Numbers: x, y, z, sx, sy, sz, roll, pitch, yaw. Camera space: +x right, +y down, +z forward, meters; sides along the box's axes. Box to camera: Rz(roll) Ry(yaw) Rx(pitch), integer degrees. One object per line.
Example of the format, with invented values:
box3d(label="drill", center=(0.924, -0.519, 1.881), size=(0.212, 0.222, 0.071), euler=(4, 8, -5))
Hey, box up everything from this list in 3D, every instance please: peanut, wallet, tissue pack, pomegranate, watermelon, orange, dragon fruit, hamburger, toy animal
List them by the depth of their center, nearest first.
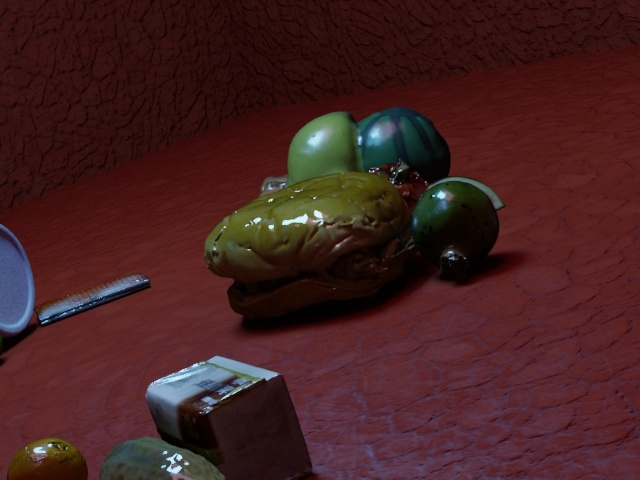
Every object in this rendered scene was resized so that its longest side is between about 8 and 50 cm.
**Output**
box3d(label="peanut", center=(-0.140, 0.227, 1.229), size=(0.093, 0.083, 0.194), euler=(-40, 25, -22))
box3d(label="tissue pack", center=(-0.091, 0.182, 1.322), size=(0.099, 0.106, 0.149), euler=(-23, 12, -25))
box3d(label="orange", center=(-0.276, 0.240, 1.389), size=(0.083, 0.083, 0.083), euler=(-17, 12, 4))
box3d(label="pomegranate", center=(0.174, -0.016, 1.815), size=(0.130, 0.130, 0.130), euler=(-17, 12, 4))
box3d(label="hamburger", center=(0.000, 0.000, 1.914), size=(0.319, 0.158, 0.318), euler=(-15, 13, 4))
box3d(label="watermelon", center=(0.195, -0.043, 2.114), size=(0.163, 0.087, 0.069), euler=(-22, -25, -32))
box3d(label="dragon fruit", center=(0.116, -0.069, 2.187), size=(0.162, 0.106, 0.083), euler=(-16, 12, -7))
box3d(label="toy animal", center=(0.053, -0.126, 2.327), size=(0.338, 0.191, 0.216), euler=(-17, 11, 2))
box3d(label="wallet", center=(-0.395, 0.097, 2.364), size=(0.196, 0.020, 0.103), euler=(-20, 12, -13))

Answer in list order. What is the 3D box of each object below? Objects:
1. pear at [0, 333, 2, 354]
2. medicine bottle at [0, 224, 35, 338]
box3d(label="pear", center=(-0.533, 0.161, 2.125), size=(0.092, 0.092, 0.097), euler=(-23, 54, -24))
box3d(label="medicine bottle", center=(-0.692, 0.104, 2.287), size=(0.388, 0.219, 0.219), euler=(-12, 13, 18))
